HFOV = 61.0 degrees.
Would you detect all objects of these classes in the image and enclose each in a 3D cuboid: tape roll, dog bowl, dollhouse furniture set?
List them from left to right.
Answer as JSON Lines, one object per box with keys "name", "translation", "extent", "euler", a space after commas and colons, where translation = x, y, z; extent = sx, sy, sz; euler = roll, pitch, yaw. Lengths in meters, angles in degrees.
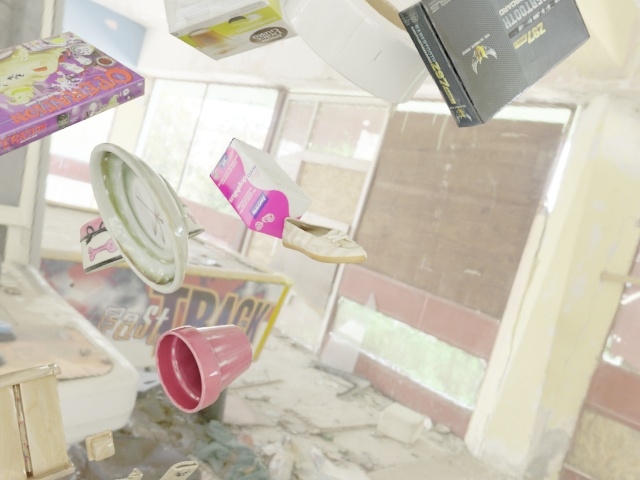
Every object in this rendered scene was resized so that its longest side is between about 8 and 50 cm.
{"name": "dollhouse furniture set", "translation": [-0.577, 0.272, 0.952], "extent": [0.356, 0.302, 0.174], "euler": [-9, 9, -38]}
{"name": "dog bowl", "translation": [-0.607, -0.028, 1.816], "extent": [0.408, 0.150, 0.408], "euler": [-21, 3, 1]}
{"name": "tape roll", "translation": [0.080, -0.371, 0.952], "extent": [0.286, 0.100, 0.286], "euler": [28, 35, -22]}

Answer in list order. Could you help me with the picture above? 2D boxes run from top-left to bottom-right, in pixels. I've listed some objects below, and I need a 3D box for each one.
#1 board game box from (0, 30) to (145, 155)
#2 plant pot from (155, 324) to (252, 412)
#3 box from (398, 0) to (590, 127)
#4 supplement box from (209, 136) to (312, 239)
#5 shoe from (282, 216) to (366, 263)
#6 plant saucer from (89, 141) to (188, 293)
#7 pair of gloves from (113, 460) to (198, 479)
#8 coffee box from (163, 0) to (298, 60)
{"name": "board game box", "translation": [-0.512, -0.267, 0.958], "extent": [0.208, 0.056, 0.347], "euler": [36, 45, 9]}
{"name": "plant pot", "translation": [-0.277, 0.294, 1.340], "extent": [0.201, 0.201, 0.180], "euler": [19, 23, 37]}
{"name": "box", "translation": [0.246, -0.296, 0.751], "extent": [0.183, 0.233, 0.059], "euler": [57, -14, -19]}
{"name": "supplement box", "translation": [-0.135, -0.115, 1.191], "extent": [0.114, 0.111, 0.220], "euler": [18, 23, -48]}
{"name": "shoe", "translation": [0.000, 0.000, 1.061], "extent": [0.077, 0.058, 0.219], "euler": [-14, 21, -43]}
{"name": "plant saucer", "translation": [-0.432, -0.063, 1.357], "extent": [0.401, 0.400, 0.101], "euler": [19, 38, 41]}
{"name": "pair of gloves", "translation": [-0.424, 0.586, 1.250], "extent": [0.240, 0.204, 0.042], "euler": [7, 33, -46]}
{"name": "coffee box", "translation": [-0.304, -0.845, 1.810], "extent": [0.338, 0.337, 0.334], "euler": [-11, -1, 16]}
